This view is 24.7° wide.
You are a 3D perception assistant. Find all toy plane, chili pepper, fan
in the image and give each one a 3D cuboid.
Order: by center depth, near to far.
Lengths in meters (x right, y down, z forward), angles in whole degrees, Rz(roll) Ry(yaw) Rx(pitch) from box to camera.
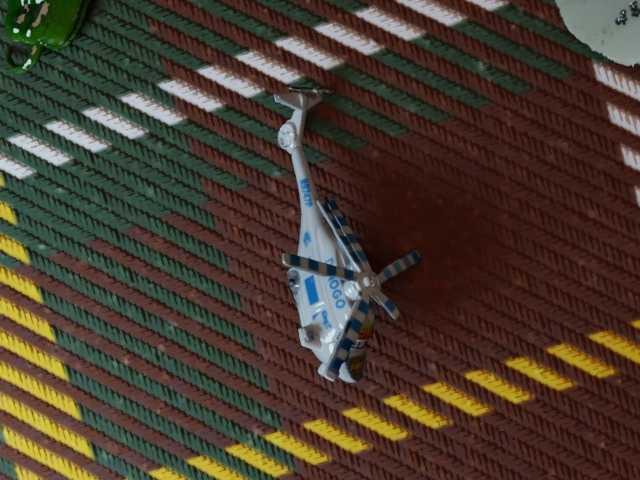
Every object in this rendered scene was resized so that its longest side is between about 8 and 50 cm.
[{"bbox_3d":[0.256,-0.318,1.323,0.191,0.009,0.329,-35,71,47],"label":"fan"},{"bbox_3d":[-0.009,-0.001,1.371,0.107,0.182,0.273,-33,85,42],"label":"toy plane"},{"bbox_3d":[-0.266,-0.292,1.432,0.100,0.074,0.257,6,89,13],"label":"chili pepper"}]
